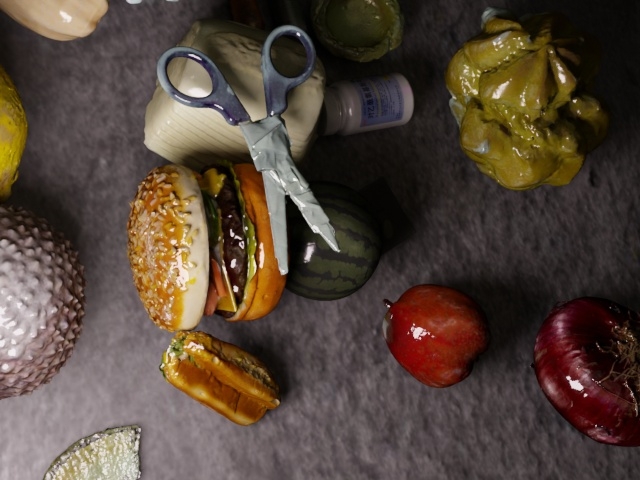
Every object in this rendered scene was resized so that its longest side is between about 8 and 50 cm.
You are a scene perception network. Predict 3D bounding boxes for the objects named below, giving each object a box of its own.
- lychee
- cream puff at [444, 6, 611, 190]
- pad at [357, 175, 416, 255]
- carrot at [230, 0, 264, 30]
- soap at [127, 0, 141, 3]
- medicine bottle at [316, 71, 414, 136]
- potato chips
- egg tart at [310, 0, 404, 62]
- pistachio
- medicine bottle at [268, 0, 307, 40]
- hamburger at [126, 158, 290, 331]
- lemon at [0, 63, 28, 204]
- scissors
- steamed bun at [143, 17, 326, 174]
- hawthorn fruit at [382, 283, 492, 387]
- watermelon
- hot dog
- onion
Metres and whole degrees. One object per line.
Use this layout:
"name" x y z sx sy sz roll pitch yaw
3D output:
"lychee" -0.466 0.080 1.311 0.300 0.300 0.300 5 76 -23
"cream puff" 0.422 -0.282 1.796 0.378 0.275 0.378 6 76 -25
"pad" 0.081 -0.024 1.736 0.190 0.004 0.127 -32 92 -27
"carrot" -0.144 -0.439 1.705 0.055 0.055 0.161 -10 76 -25
"soap" -0.308 -0.509 1.544 0.095 0.289 0.173 -8 118 -16
"medicine bottle" 0.073 -0.252 1.727 0.186 0.103 0.103 -13 84 -26
"potato chips" -0.325 0.409 1.451 0.202 0.029 0.220 -38 92 -25
"egg tart" 0.062 -0.422 1.775 0.197 0.078 0.197 5 76 -21
"pistachio" -0.451 -0.419 1.508 0.229 0.157 0.157 30 68 -2
"medicine bottle" -0.075 -0.475 1.736 0.057 0.057 0.199 -12 83 -26
"hamburger" -0.188 0.005 1.460 0.225 0.291 0.291 -3 80 -24
"lemon" -0.565 -0.175 1.350 0.310 0.258 0.258 46 65 -11
"scissors" -0.080 -0.138 1.393 0.256 0.029 0.383 -15 79 -21
"steamed bun" -0.135 -0.264 1.581 0.290 0.273 0.272 14 58 -25
"hawthorn fruit" 0.198 0.161 1.662 0.202 0.185 0.185 28 68 3
"watermelon" 0.000 0.000 1.582 0.212 0.212 0.212 5 76 -23
"hot dog" -0.153 0.215 1.473 0.269 0.115 0.072 48 16 -48
"onion" 0.539 0.252 1.768 0.314 0.232 0.314 17 47 -19
